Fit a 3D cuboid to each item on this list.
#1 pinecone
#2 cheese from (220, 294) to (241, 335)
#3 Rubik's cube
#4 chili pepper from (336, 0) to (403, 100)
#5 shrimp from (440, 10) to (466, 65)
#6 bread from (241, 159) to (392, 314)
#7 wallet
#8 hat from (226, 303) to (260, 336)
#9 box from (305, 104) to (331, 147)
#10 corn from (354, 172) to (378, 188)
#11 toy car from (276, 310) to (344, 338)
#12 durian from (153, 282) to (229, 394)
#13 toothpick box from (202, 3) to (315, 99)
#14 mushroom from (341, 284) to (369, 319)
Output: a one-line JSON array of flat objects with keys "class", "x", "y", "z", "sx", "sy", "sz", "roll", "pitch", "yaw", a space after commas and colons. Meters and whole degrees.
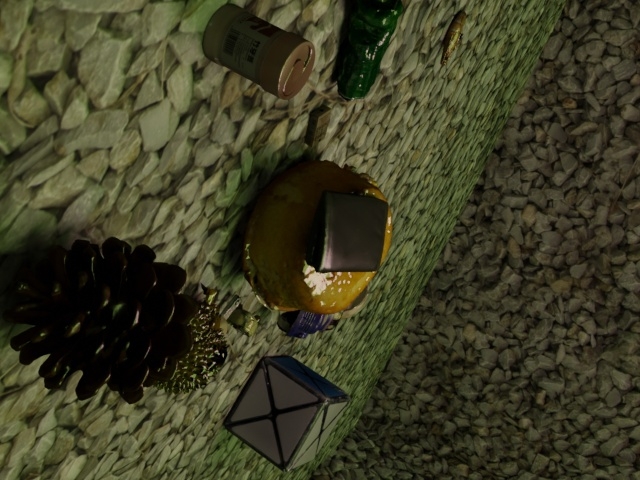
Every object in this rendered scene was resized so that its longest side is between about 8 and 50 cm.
[{"class": "pinecone", "x": -0.327, "y": 0.115, "z": 1.080, "sx": 0.264, "sy": 0.264, "sz": 0.264, "roll": -50, "pitch": 160, "yaw": -26}, {"class": "cheese", "x": -0.243, "y": 0.197, "z": 1.722, "sx": 0.171, "sy": 0.048, "sz": 0.092, "roll": -58, "pitch": 164, "yaw": 1}, {"class": "Rubik's cube", "x": -0.101, "y": 0.520, "z": 2.286, "sx": 0.254, "sy": 0.259, "sz": 0.260, "roll": -60, "pitch": 158, "yaw": 1}, {"class": "chili pepper", "x": 0.103, "y": -0.425, "z": 1.550, "sx": 0.136, "sy": 0.099, "sz": 0.270, "roll": -38, "pitch": 159, "yaw": -27}, {"class": "shrimp", "x": 0.376, "y": -0.575, "z": 2.136, "sx": 0.095, "sy": 0.045, "sz": 0.162, "roll": -71, "pitch": -178, "yaw": -75}, {"class": "bread", "x": -0.002, "y": 0.002, "z": 1.683, "sx": 0.358, "sy": 0.204, "sz": 0.336, "roll": -39, "pitch": 127, "yaw": -29}, {"class": "wallet", "x": 0.063, "y": -0.013, "z": 1.567, "sx": 0.245, "sy": 0.052, "sz": 0.168, "roll": 5, "pitch": 95, "yaw": -53}, {"class": "hat", "x": -0.186, "y": 0.192, "z": 1.813, "sx": 0.059, "sy": 0.077, "sz": 0.076, "roll": -55, "pitch": 161, "yaw": -10}, {"class": "box", "x": -0.005, "y": -0.254, "z": 1.661, "sx": 0.053, "sy": 0.024, "sz": 0.083, "roll": -42, "pitch": 154, "yaw": -42}, {"class": "corn", "x": 0.121, "y": -0.099, "z": 2.107, "sx": 0.106, "sy": 0.106, "sz": 0.305, "roll": -55, "pitch": 162, "yaw": -12}, {"class": "toy car", "x": -0.013, "y": 0.164, "z": 2.019, "sx": 0.235, "sy": 0.158, "sz": 0.172, "roll": -78, "pitch": -168, "yaw": -58}, {"class": "durian", "x": -0.260, "y": 0.223, "z": 1.577, "sx": 0.237, "sy": 0.138, "sz": 0.193, "roll": -60, "pitch": 162, "yaw": 2}, {"class": "toothpick box", "x": -0.095, "y": -0.293, "z": 1.163, "sx": 0.098, "sy": 0.149, "sz": 0.098, "roll": -50, "pitch": 159, "yaw": -27}, {"class": "mushroom", "x": 0.056, "y": 0.193, "z": 2.310, "sx": 0.236, "sy": 0.162, "sz": 0.173, "roll": -46, "pitch": 157, "yaw": -29}]
